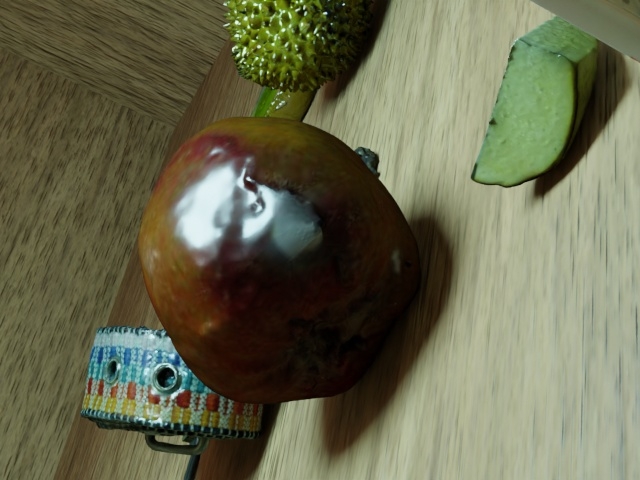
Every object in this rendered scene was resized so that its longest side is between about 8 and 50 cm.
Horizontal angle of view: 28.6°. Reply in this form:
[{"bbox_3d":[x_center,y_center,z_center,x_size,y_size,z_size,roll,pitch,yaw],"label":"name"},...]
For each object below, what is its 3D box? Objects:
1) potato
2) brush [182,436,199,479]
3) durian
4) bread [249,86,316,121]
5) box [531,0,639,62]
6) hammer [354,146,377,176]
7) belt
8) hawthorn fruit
[{"bbox_3d":[0.212,-0.122,1.150,0.120,0.081,0.149,-35,-34,-51],"label":"potato"},{"bbox_3d":[-0.208,0.368,1.890,0.062,0.027,0.266,-52,19,44],"label":"brush"},{"bbox_3d":[-0.026,-0.373,2.059,0.258,0.258,0.293,-54,2,38],"label":"durian"},{"bbox_3d":[-0.064,-0.281,2.377,0.236,0.070,0.236,-59,14,24],"label":"bread"},{"bbox_3d":[0.201,-0.306,1.048,0.048,0.264,0.273,-43,27,54],"label":"box"},{"bbox_3d":[-0.001,0.000,1.760,0.297,0.027,0.125,-61,15,20],"label":"hammer"},{"bbox_3d":[-0.205,0.203,1.683,0.295,0.206,0.161,-2,79,40],"label":"belt"},{"bbox_3d":[-0.048,0.008,1.358,0.308,0.308,0.325,-51,34,44],"label":"hawthorn fruit"}]
